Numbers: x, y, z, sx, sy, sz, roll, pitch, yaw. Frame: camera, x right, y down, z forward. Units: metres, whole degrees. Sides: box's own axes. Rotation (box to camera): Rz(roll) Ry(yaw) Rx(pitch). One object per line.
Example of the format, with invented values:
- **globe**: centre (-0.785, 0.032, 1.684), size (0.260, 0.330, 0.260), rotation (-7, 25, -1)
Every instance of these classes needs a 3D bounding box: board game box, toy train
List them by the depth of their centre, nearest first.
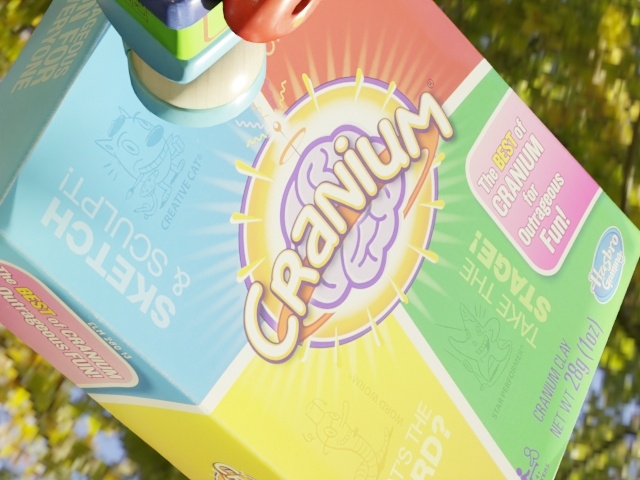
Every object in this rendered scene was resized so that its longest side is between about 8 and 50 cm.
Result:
- **toy train**: centre (0.018, -0.149, 0.681), size (0.105, 0.248, 0.143), rotation (43, -17, 13)
- **board game box**: centre (0.000, 0.000, 0.844), size (0.064, 0.242, 0.316), rotation (-10, -45, 46)
